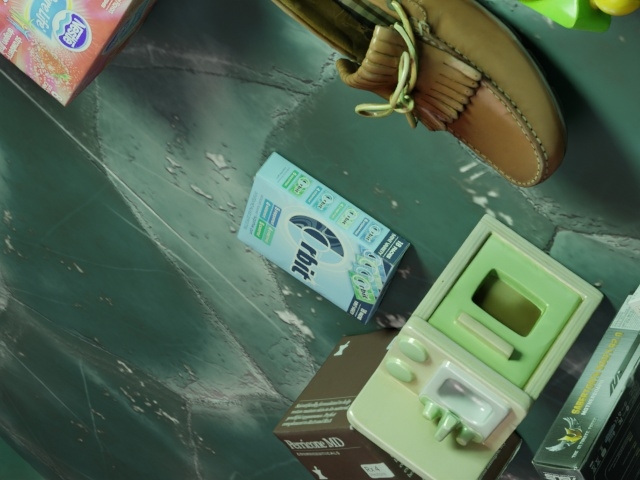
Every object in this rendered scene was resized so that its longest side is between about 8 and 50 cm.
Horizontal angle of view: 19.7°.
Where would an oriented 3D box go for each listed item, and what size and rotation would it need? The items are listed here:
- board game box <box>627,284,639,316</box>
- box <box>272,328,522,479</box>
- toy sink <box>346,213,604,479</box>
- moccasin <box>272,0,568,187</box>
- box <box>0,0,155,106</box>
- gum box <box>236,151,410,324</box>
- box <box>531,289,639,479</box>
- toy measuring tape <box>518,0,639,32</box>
[{"bbox_3d":[0.365,0.072,1.705,0.154,0.103,0.026,46,151,-12],"label":"board game box"},{"bbox_3d":[0.093,0.233,2.188,0.203,0.167,0.168,49,150,-19],"label":"box"},{"bbox_3d":[0.157,0.117,1.873,0.153,0.234,0.131,36,152,6],"label":"toy sink"},{"bbox_3d":[0.062,-0.179,1.639,0.380,0.147,0.139,44,151,-11],"label":"moccasin"},{"bbox_3d":[-0.234,-0.278,1.839,0.154,0.142,0.300,40,152,-6],"label":"box"},{"bbox_3d":[0.000,0.000,2.085,0.184,0.041,0.157,34,151,6],"label":"gum box"},{"bbox_3d":[0.310,0.193,1.812,0.056,0.231,0.183,5,139,40],"label":"box"},{"bbox_3d":[0.145,-0.268,1.487,0.330,0.121,0.121,37,158,42],"label":"toy measuring tape"}]
